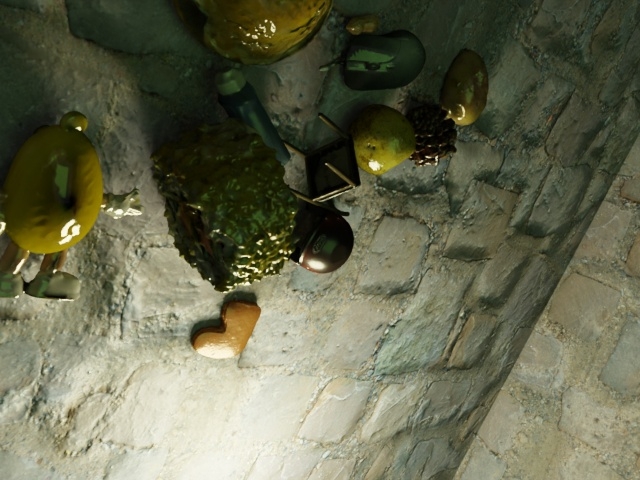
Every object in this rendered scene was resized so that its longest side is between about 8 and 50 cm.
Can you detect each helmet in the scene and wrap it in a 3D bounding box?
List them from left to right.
[{"bbox_3d":[0.000,0.000,1.882,0.189,0.193,0.216,-59,178,5],"label":"helmet"}]

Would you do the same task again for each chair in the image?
[{"bbox_3d":[0.022,-0.194,1.759,0.166,0.188,0.272,-22,150,26],"label":"chair"}]

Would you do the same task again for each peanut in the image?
[{"bbox_3d":[0.114,-0.577,1.726,0.113,0.054,0.054,-24,128,-34],"label":"peanut"}]

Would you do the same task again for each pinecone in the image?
[{"bbox_3d":[0.326,-0.312,1.979,0.184,0.179,0.205,-26,141,-7],"label":"pinecone"}]

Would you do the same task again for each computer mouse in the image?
[{"bbox_3d":[0.163,-0.490,1.797,0.379,0.090,0.167,-17,123,-31],"label":"computer mouse"}]

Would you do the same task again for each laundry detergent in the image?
[{"bbox_3d":[-0.174,-0.302,1.573,0.094,0.143,0.290,-36,133,-12],"label":"laundry detergent"}]

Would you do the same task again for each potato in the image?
[{"bbox_3d":[0.456,-0.469,2.052,0.138,0.098,0.243,-30,129,-22],"label":"potato"}]

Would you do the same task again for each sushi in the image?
[{"bbox_3d":[-0.221,-0.090,1.484,0.240,0.396,0.351,-25,124,-23],"label":"sushi"}]

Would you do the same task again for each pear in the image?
[{"bbox_3d":[0.167,-0.294,1.844,0.197,0.197,0.197,-20,126,-31],"label":"pear"}]

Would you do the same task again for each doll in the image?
[{"bbox_3d":[-0.567,-0.041,1.392,0.423,0.161,0.348,-50,149,-5],"label":"doll"}]

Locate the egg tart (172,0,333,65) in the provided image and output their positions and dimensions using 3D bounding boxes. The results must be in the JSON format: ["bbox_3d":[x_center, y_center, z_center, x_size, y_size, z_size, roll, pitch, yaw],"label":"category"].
[{"bbox_3d":[-0.111,-0.594,1.432,0.443,0.178,0.443,-19,125,-30],"label":"egg tart"}]

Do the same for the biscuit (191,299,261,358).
[{"bbox_3d":[-0.274,0.259,1.892,0.186,0.036,0.192,20,99,-43],"label":"biscuit"}]
